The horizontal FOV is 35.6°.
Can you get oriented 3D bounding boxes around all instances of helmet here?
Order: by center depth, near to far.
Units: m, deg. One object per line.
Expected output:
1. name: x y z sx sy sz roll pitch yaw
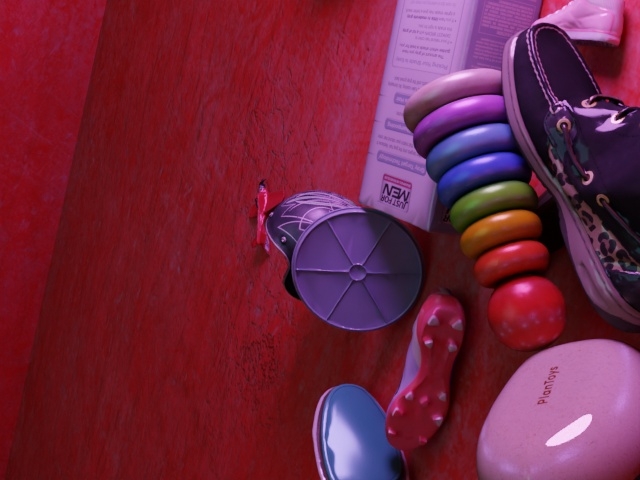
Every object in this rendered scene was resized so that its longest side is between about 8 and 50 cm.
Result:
1. helmet: 0.000 0.000 1.589 0.169 0.169 0.162 -132 31 -51

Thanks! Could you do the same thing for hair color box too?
1. hair color box: 0.177 -0.208 1.378 0.185 0.113 0.375 27 108 58

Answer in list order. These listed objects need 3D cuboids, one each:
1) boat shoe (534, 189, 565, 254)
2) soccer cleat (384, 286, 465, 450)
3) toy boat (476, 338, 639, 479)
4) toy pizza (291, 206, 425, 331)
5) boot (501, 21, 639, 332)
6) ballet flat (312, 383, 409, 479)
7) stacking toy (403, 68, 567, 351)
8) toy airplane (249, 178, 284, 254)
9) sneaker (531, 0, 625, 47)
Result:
1. boat shoe: 0.266 -0.015 1.253 0.072 0.068 0.190 -96 29 -48
2. soccer cleat: 0.150 0.185 1.421 0.095 0.083 0.248 -80 3 -67
3. toy boat: 0.313 0.203 0.991 0.318 0.267 0.148 -14 111 37
4. toy pizza: 0.057 0.042 1.499 0.032 0.201 0.201 -72 0 -69
5. boot: 0.351 -0.124 1.041 0.284 0.138 0.377 -43 54 50
6. ballet flat: 0.079 0.399 1.465 0.139 0.139 0.400 -62 38 35
7. stacking toy: 0.201 -0.028 1.169 0.141 0.141 0.330 -37 60 52
8. toy airplane: -0.114 -0.047 1.938 0.151 0.028 0.151 -15 73 60
9. sneaker: 0.316 -0.275 1.213 0.134 0.051 0.070 23 104 55
